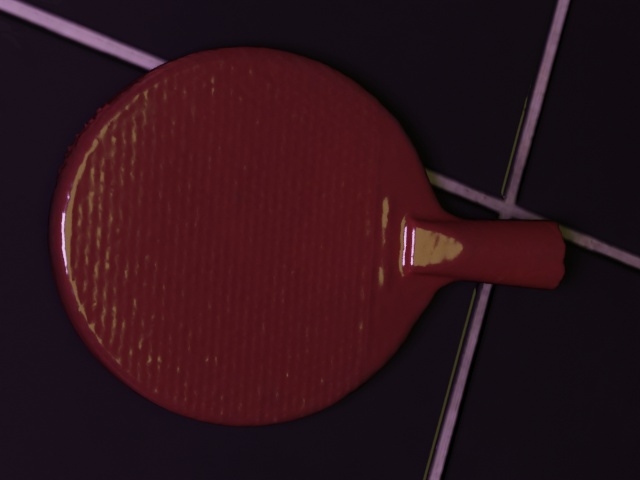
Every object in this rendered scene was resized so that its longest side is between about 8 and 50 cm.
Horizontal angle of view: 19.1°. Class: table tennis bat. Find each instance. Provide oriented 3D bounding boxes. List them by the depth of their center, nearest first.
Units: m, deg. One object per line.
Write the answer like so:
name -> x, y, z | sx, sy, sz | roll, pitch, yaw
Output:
table tennis bat -> 0.000, 0.000, 1.369 | 0.415, 0.051, 0.268 | 3, 90, -30
